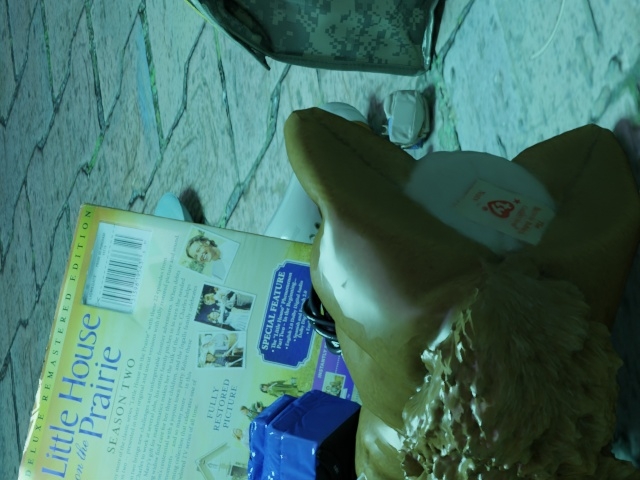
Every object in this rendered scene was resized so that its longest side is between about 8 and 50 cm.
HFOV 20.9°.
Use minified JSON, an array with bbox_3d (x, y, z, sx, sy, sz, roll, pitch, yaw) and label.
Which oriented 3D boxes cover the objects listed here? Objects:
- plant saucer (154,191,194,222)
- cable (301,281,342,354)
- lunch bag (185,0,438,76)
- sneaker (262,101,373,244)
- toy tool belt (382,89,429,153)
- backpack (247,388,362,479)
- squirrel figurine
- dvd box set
[{"bbox_3d":[-0.208,0.027,2.535,0.195,0.037,0.195,-179,90,-69],"label":"plant saucer"},{"bbox_3d":[0.065,0.036,1.644,0.047,0.184,0.150,26,-124,-65],"label":"cable"},{"bbox_3d":[-0.042,-0.282,1.808,0.235,0.287,0.169,-128,44,-57],"label":"lunch bag"},{"bbox_3d":[0.000,0.000,1.919,0.123,0.106,0.290,-128,46,-62],"label":"sneaker"},{"bbox_3d":[0.088,-0.114,1.800,0.051,0.052,0.083,15,-100,-80],"label":"toy tool belt"},{"bbox_3d":[-0.014,0.208,1.613,0.101,0.098,0.120,17,120,31],"label":"backpack"},{"bbox_3d":[0.115,0.138,1.418,0.397,0.281,0.370,-109,23,-47],"label":"squirrel figurine"},{"bbox_3d":[-0.085,0.144,1.745,0.062,0.420,0.307,24,-103,-66],"label":"dvd box set"}]
